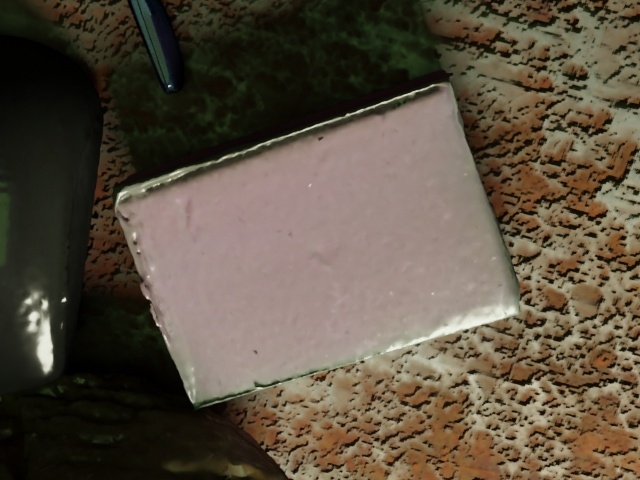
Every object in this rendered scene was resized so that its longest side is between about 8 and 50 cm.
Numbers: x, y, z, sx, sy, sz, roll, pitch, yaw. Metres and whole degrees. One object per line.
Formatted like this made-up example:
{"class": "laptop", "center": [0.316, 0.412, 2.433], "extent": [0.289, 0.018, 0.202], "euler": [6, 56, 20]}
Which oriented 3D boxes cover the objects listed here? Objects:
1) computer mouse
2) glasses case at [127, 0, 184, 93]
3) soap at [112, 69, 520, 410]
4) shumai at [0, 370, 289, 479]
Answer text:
{"class": "computer mouse", "center": [-0.257, -0.020, 0.753], "extent": [0.170, 0.100, 0.270], "euler": [7, 96, 11]}
{"class": "glasses case", "center": [-0.118, -0.149, 0.754], "extent": [0.023, 0.033, 0.083], "euler": [-20, 102, 1]}
{"class": "soap", "center": [0.000, 0.000, 0.754], "extent": [0.259, 0.081, 0.181], "euler": [-19, 102, 10]}
{"class": "shumai", "center": [-0.176, 0.266, 0.823], "extent": [0.345, 0.217, 0.283], "euler": [-12, 133, 5]}
